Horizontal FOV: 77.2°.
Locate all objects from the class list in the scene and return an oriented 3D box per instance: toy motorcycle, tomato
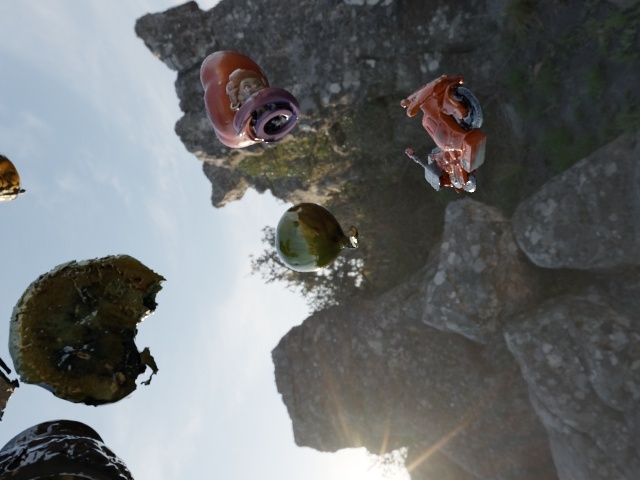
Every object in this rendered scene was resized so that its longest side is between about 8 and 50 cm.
[{"bbox_3d":[0.295,-0.253,0.946,0.221,0.148,0.325,55,175,34],"label":"toy motorcycle"},{"bbox_3d":[-0.220,-0.377,1.078,0.260,0.180,0.259,166,90,-86],"label":"tomato"}]

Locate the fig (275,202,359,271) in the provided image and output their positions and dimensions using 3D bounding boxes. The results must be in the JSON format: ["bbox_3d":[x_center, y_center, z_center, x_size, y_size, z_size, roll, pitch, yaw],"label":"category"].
[{"bbox_3d":[-0.001,-0.010,0.843,0.142,0.186,0.148,-70,-21,-48],"label":"fig"}]

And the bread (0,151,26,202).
[{"bbox_3d":[-0.416,-0.078,0.483,0.072,0.053,0.106,58,-176,-12],"label":"bread"}]

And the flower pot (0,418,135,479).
[{"bbox_3d":[-0.450,0.434,0.654,0.267,0.267,0.266,-6,102,59],"label":"flower pot"}]

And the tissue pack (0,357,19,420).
[{"bbox_3d":[-0.709,0.244,0.583,0.259,0.361,0.122,68,172,-28],"label":"tissue pack"}]

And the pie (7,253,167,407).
[{"bbox_3d":[-0.499,0.175,0.884,0.078,0.297,0.371,-55,33,41],"label":"pie"}]

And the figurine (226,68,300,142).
[{"bbox_3d":[-0.118,-0.245,0.744,0.157,0.126,0.114,41,150,36],"label":"figurine"}]
